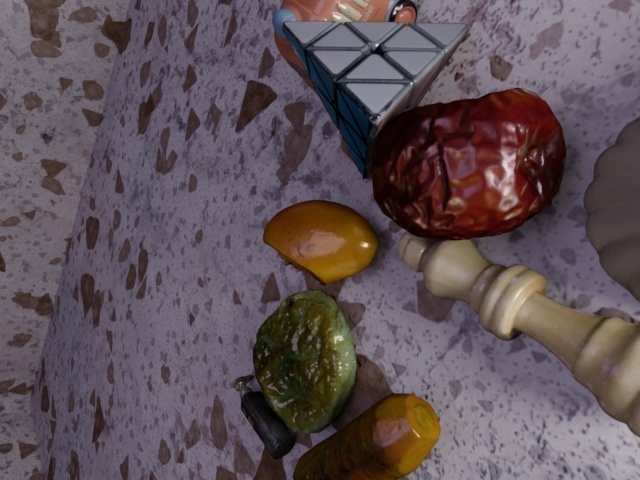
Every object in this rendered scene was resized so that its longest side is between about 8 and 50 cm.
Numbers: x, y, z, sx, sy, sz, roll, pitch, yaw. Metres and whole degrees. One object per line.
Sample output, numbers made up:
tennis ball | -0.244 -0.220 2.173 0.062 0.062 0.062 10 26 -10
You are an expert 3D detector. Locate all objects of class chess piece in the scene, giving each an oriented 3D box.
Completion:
chess piece | 0.254 0.082 0.596 0.397 0.117 0.117 34 109 46

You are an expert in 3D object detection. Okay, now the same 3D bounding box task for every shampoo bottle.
shampoo bottle | -0.133 0.382 0.995 0.207 0.063 0.057 41 123 40

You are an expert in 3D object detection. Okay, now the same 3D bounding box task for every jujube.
jujube | 0.192 -0.096 0.610 0.232 0.212 0.213 13 94 54

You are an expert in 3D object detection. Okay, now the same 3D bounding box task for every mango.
mango | 0.000 0.000 0.859 0.251 0.126 0.154 6 69 38

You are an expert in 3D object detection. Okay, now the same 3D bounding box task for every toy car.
toy car | 0.024 -0.408 0.828 0.271 0.212 0.181 -57 49 25

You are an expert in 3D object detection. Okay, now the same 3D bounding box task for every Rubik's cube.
Rubik's cube | 0.083 -0.242 0.725 0.228 0.228 0.234 -4 81 48

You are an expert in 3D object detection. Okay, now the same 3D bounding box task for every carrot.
carrot | 0.070 0.356 0.745 0.302 0.114 0.114 -48 53 34

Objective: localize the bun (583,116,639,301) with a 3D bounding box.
bun | 0.382 -0.041 0.428 0.263 0.174 0.264 -11 75 46

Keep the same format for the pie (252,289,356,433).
pie | -0.038 0.239 0.899 0.276 0.078 0.278 -6 81 44
